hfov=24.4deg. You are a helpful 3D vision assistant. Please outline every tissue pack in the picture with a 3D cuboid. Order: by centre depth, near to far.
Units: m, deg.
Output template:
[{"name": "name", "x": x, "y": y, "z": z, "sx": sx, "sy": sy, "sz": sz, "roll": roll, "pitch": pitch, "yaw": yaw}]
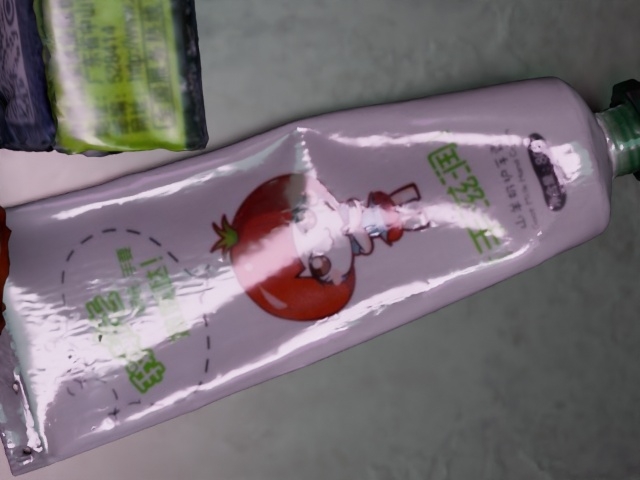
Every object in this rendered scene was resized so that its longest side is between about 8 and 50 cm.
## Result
[{"name": "tissue pack", "x": -0.106, "y": -0.150, "z": 0.581, "sx": 0.073, "sy": 0.173, "sz": 0.235, "roll": -8, "pitch": 96, "yaw": -20}]

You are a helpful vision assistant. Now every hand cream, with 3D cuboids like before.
[{"name": "hand cream", "x": 0.000, "y": 0.000, "z": 0.686, "sx": 0.336, "sy": 0.076, "sz": 0.121, "roll": -18, "pitch": 98, "yaw": -6}]

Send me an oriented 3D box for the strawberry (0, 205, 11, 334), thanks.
[{"name": "strawberry", "x": -0.257, "y": -0.057, "z": 0.560, "sx": 0.280, "sy": 0.150, "sz": 0.253, "roll": 1, "pitch": 99, "yaw": -9}]
